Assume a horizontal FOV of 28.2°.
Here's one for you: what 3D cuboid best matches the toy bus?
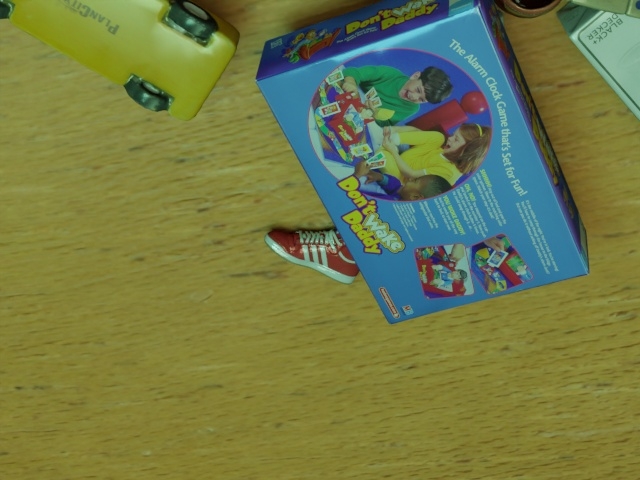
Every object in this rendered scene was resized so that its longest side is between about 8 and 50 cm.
[{"bbox_3d":[-0.244,-0.255,1.269,0.332,0.130,0.108,29,114,-13],"label":"toy bus"}]

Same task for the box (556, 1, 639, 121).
[{"bbox_3d":[0.404,-0.177,1.336,0.169,0.087,0.290,-41,109,17],"label":"box"}]

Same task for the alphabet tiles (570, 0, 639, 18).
[{"bbox_3d":[0.323,-0.354,1.206,0.342,0.011,0.285,11,98,-12],"label":"alphabet tiles"}]

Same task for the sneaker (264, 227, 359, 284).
[{"bbox_3d":[0.000,0.000,1.443,0.118,0.042,0.067,23,118,-19],"label":"sneaker"}]

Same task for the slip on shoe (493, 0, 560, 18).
[{"bbox_3d":[0.215,-0.373,1.234,0.123,0.101,0.331,2,114,1],"label":"slip on shoe"}]

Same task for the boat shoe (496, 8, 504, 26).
[{"bbox_3d":[0.088,-0.193,1.337,0.219,0.078,0.070,-10,117,14],"label":"boat shoe"}]

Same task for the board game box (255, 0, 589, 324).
[{"bbox_3d":[0.115,-0.083,1.320,0.233,0.078,0.347,-15,126,19],"label":"board game box"}]
